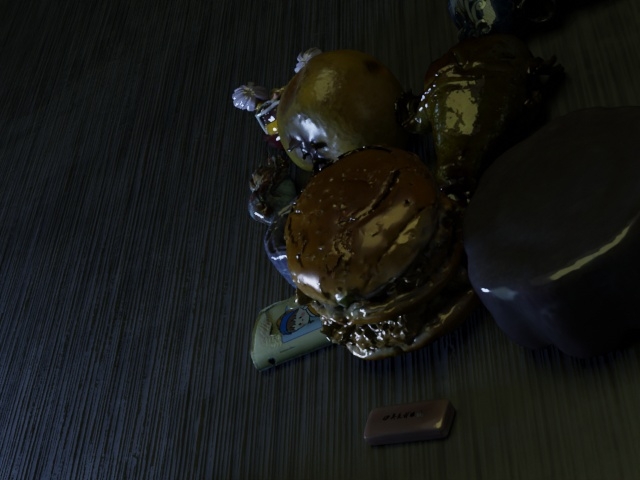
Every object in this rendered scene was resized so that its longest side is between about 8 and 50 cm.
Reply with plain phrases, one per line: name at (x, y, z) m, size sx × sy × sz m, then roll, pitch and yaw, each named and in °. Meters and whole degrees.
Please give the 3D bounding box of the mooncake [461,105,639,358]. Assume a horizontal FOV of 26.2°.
mooncake at (0.309, -0.009, 1.619) m, size 0.306 × 0.154 × 0.306 m, roll -25°, pitch 33°, yaw 18°

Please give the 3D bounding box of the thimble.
thimble at (0.001, -0.002, 1.973) m, size 0.150 × 0.098 × 0.150 m, roll -27°, pitch 32°, yaw 19°

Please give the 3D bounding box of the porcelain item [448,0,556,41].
porcelain item at (0.327, -0.401, 2.136) m, size 0.288 × 0.138 × 0.186 m, roll -22°, pitch 45°, yaw 25°

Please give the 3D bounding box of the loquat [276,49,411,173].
loquat at (0.028, -0.189, 2.086) m, size 0.213 × 0.213 × 0.213 m, roll -26°, pitch 33°, yaw 19°

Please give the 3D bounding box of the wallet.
wallet at (-0.022, 0.111, 1.904) m, size 0.155 × 0.039 × 0.110 m, roll -23°, pitch 36°, yaw 21°

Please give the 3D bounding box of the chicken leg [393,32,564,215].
chicken leg at (0.194, -0.170, 1.958) m, size 0.211 × 0.140 × 0.361 m, roll 5°, pitch 47°, yaw 37°

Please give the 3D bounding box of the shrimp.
shrimp at (-0.080, -0.088, 2.193) m, size 0.233 × 0.079 × 0.090 m, roll -99°, pitch 28°, yaw -58°

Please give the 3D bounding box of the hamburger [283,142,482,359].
hamburger at (0.075, 0.018, 1.765) m, size 0.245 × 0.211 × 0.260 m, roll -41°, pitch 37°, yaw -6°

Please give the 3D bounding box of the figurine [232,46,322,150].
figurine at (-0.048, -0.227, 2.300) m, size 0.174 × 0.116 × 0.240 m, roll -28°, pitch 27°, yaw 11°

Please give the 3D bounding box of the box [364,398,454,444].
box at (0.105, 0.218, 1.650) m, size 0.115 × 0.025 × 0.048 m, roll -12°, pitch 38°, yaw 36°
